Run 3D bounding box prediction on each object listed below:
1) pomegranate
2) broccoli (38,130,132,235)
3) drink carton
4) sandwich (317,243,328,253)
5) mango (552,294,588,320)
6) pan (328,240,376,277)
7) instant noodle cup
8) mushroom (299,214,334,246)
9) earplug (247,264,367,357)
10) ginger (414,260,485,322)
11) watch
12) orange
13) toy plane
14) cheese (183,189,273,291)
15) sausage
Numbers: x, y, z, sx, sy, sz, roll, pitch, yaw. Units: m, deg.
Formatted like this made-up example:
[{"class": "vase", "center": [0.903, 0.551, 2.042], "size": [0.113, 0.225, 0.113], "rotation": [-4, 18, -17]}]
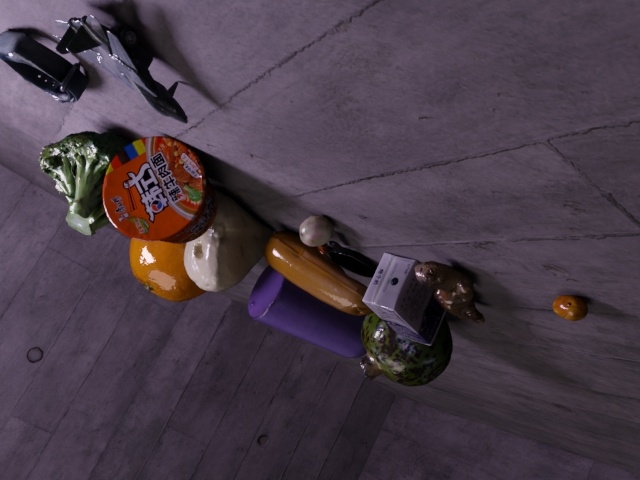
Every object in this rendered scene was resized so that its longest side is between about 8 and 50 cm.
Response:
[{"class": "pomegranate", "center": [0.220, 0.275, 1.779], "size": [0.254, 0.270, 0.254], "rotation": [58, 173, 11]}, {"class": "broccoli", "center": [-0.583, -0.159, 1.724], "size": [0.307, 0.275, 0.308], "rotation": [8, 143, 6]}, {"class": "drink carton", "center": [0.209, 0.142, 1.575], "size": [0.101, 0.134, 0.222], "rotation": [16, 161, 40]}, {"class": "sandwich", "center": [-0.002, -0.002, 1.620], "size": [0.069, 0.026, 0.101], "rotation": [58, 174, 12]}, {"class": "mango", "center": [0.469, 0.129, 1.246], "size": [0.060, 0.046, 0.089], "rotation": [24, 169, 10]}, {"class": "pan", "center": [0.070, 0.038, 1.672], "size": [0.136, 0.028, 0.235], "rotation": [20, 167, 25]}, {"class": "instant noodle cup", "center": [-0.368, -0.105, 1.593], "size": [0.250, 0.251, 0.192], "rotation": [25, 175, 11]}, {"class": "mushroom", "center": [-0.010, -0.025, 1.532], "size": [0.083, 0.068, 0.084], "rotation": [-6, 149, -3]}, {"class": "earplug", "center": [-0.004, 0.254, 2.219], "size": [0.455, 0.215, 0.215], "rotation": [30, 166, -24]}, {"class": "ginger", "center": [0.292, 0.109, 1.462], "size": [0.122, 0.084, 0.290], "rotation": [44, -179, 35]}, {"class": "watch", "center": [-0.585, -0.364, 1.402], "size": [0.206, 0.068, 0.193], "rotation": [18, 166, 45]}, {"class": "orange", "center": [-0.451, 0.040, 2.080], "size": [0.312, 0.312, 0.312], "rotation": [25, 165, 7]}, {"class": "toy plane", "center": [-0.318, -0.296, 1.141], "size": [0.212, 0.088, 0.267], "rotation": [14, 168, 44]}, {"class": "cheese", "center": [-0.278, 0.004, 1.779], "size": [0.173, 0.248, 0.251], "rotation": [16, 155, 33]}, {"class": "sausage", "center": [0.009, 0.098, 1.728], "size": [0.353, 0.116, 0.134], "rotation": [33, 159, 23]}]
